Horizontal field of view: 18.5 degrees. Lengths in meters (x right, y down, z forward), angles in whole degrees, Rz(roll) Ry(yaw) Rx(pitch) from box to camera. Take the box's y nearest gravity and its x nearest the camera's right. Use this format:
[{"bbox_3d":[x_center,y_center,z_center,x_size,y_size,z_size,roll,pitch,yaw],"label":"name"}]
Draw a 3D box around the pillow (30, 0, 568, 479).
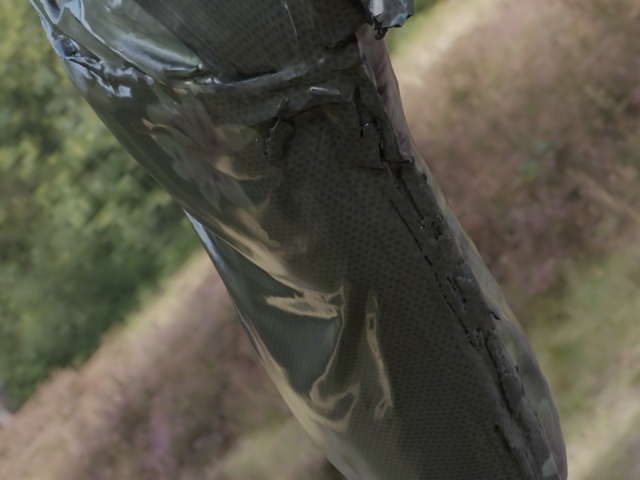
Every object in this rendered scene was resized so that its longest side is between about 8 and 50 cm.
[{"bbox_3d":[0.000,0.000,0.507,0.059,0.255,0.169,-39,41,-13],"label":"pillow"}]
